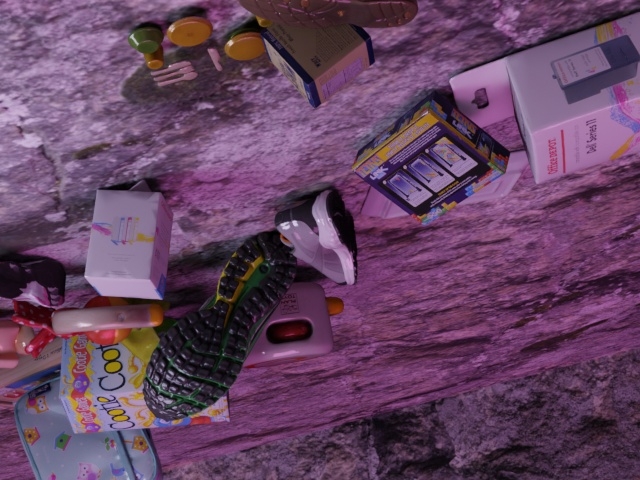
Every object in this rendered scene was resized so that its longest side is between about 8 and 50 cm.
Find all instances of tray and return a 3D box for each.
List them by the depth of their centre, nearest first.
[{"bbox_3d":[0.205,-0.083,1.676,0.270,0.030,0.145,-11,159,-11],"label":"tray"}]

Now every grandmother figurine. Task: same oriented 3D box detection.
[{"bbox_3d":[-0.623,0.159,1.641,0.342,0.104,0.208,2,146,-46],"label":"grandmother figurine"}]

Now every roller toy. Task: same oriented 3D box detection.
[{"bbox_3d":[-0.076,0.150,1.928,0.209,0.146,0.191,-14,169,27],"label":"roller toy"}]

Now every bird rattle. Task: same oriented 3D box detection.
[{"bbox_3d":[-0.356,0.120,1.672,0.254,0.143,0.207,8,167,-27],"label":"bird rattle"}]

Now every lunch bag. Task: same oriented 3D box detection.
[{"bbox_3d":[-0.419,0.361,1.918,0.224,0.279,0.108,-24,161,-6],"label":"lunch bag"}]

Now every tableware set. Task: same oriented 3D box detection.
[{"bbox_3d":[-0.119,-0.214,1.105,0.154,0.024,0.104,-15,157,5],"label":"tableware set"}]

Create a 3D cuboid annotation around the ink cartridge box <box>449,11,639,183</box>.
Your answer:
[{"bbox_3d":[0.363,-0.185,1.380,0.354,0.119,0.207,-18,161,9],"label":"ink cartridge box"}]

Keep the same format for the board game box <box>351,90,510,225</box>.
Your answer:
[{"bbox_3d":[0.149,-0.109,1.436,0.141,0.048,0.170,37,138,-17],"label":"board game box"}]

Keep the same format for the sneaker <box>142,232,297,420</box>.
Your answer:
[{"bbox_3d":[-0.154,0.154,1.711,0.343,0.134,0.146,-50,173,-15],"label":"sneaker"}]

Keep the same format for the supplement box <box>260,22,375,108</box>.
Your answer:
[{"bbox_3d":[-0.002,-0.200,1.093,0.083,0.083,0.056,-39,160,-6],"label":"supplement box"}]

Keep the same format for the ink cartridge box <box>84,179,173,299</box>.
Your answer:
[{"bbox_3d":[-0.255,-0.003,1.419,0.090,0.143,0.092,2,161,4],"label":"ink cartridge box"}]

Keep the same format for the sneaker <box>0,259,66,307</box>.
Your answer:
[{"bbox_3d":[-0.452,0.058,1.560,0.077,0.072,0.178,1,169,26],"label":"sneaker"}]

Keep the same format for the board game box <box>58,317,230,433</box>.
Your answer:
[{"bbox_3d":[-0.301,0.233,1.830,0.275,0.144,0.142,-4,145,-3],"label":"board game box"}]

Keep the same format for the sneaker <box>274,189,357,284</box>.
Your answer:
[{"bbox_3d":[0.000,0.000,1.676,0.108,0.100,0.271,-9,155,10],"label":"sneaker"}]

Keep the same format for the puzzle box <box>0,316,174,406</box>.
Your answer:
[{"bbox_3d":[-0.452,0.241,2.049,0.409,0.052,0.272,-23,159,20],"label":"puzzle box"}]

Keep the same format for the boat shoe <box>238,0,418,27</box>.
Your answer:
[{"bbox_3d":[0.007,-0.250,1.042,0.178,0.060,0.064,1,162,-5],"label":"boat shoe"}]
